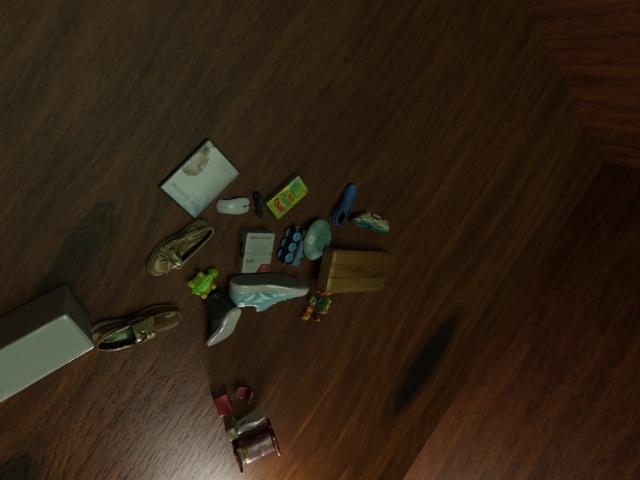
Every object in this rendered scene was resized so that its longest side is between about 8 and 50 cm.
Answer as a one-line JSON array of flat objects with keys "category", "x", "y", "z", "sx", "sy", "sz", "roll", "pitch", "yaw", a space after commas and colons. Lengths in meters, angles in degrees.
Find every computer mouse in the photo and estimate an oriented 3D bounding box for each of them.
[{"category": "computer mouse", "x": -0.315, "y": -0.135, "z": 1.676, "sx": 0.193, "sy": 0.042, "sz": 0.106, "roll": -8, "pitch": 114, "yaw": -31}]

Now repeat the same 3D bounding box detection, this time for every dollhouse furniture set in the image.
[{"category": "dollhouse furniture set", "x": -0.340, "y": 0.841, "z": 1.939, "sx": 0.201, "sy": 0.152, "sz": 0.374, "roll": -21, "pitch": 109, "yaw": -14}]

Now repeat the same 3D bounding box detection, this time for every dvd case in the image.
[{"category": "dvd case", "x": -0.445, "y": -0.227, "z": 1.566, "sx": 0.253, "sy": 0.022, "sz": 0.180, "roll": -47, "pitch": 127, "yaw": -8}]

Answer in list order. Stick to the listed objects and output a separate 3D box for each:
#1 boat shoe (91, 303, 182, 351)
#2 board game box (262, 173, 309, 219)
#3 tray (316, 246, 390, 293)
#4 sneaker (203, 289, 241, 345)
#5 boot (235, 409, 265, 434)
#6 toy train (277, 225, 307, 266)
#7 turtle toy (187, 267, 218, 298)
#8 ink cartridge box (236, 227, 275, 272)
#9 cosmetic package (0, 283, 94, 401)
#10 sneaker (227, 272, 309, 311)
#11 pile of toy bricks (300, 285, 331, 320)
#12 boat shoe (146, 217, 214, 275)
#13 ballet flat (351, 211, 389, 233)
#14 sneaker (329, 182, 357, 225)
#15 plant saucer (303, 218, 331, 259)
[{"category": "boat shoe", "x": -0.683, "y": 0.340, "z": 1.586, "sx": 0.324, "sy": 0.120, "sz": 0.123, "roll": -16, "pitch": 117, "yaw": -27}, {"category": "board game box", "x": -0.143, "y": -0.184, "z": 1.766, "sx": 0.181, "sy": 0.043, "sz": 0.092, "roll": -43, "pitch": 127, "yaw": -11}, {"category": "tray", "x": 0.169, "y": 0.142, "z": 2.033, "sx": 0.410, "sy": 0.076, "sz": 0.203, "roll": 3, "pitch": 102, "yaw": -45}, {"category": "sneaker", "x": -0.431, "y": 0.318, "z": 1.764, "sx": 0.104, "sy": 0.147, "sz": 0.296, "roll": -18, "pitch": 151, "yaw": -45}, {"category": "boot", "x": -0.353, "y": 0.911, "z": 2.081, "sx": 0.190, "sy": 0.069, "sz": 0.086, "roll": -22, "pitch": 125, "yaw": -14}, {"category": "toy train", "x": -0.115, "y": 0.026, "z": 1.855, "sx": 0.105, "sy": 0.080, "sz": 0.184, "roll": 14, "pitch": 99, "yaw": -45}, {"category": "turtle toy", "x": -0.463, "y": 0.164, "z": 1.689, "sx": 0.130, "sy": 0.066, "sz": 0.095, "roll": -46, "pitch": 103, "yaw": -12}, {"category": "ink cartridge box", "x": -0.271, "y": 0.041, "z": 1.759, "sx": 0.127, "sy": 0.072, "sz": 0.175, "roll": 1, "pitch": 109, "yaw": -33}, {"category": "cosmetic package", "x": -0.983, "y": 0.355, "z": 1.331, "sx": 0.453, "sy": 0.230, "sz": 0.162, "roll": -31, "pitch": 124, "yaw": -18}, {"category": "sneaker", "x": -0.231, "y": 0.233, "z": 1.842, "sx": 0.365, "sy": 0.135, "sz": 0.150, "roll": 6, "pitch": 114, "yaw": -26}, {"category": "pile of toy bricks", "x": 0.007, "y": 0.311, "z": 2.032, "sx": 0.118, "sy": 0.105, "sz": 0.212, "roll": 30, "pitch": 92, "yaw": -38}, {"category": "boat shoe", "x": -0.525, "y": 0.029, "z": 1.578, "sx": 0.285, "sy": 0.089, "sz": 0.104, "roll": -45, "pitch": 127, "yaw": -9}, {"category": "ballet flat", "x": 0.238, "y": -0.095, "z": 2.042, "sx": 0.241, "sy": 0.091, "sz": 0.077, "roll": 17, "pitch": 69, "yaw": -41}, {"category": "sneaker", "x": 0.120, "y": -0.161, "z": 1.925, "sx": 0.069, "sy": 0.082, "sz": 0.209, "roll": 29, "pitch": 91, "yaw": -36}, {"category": "plant saucer", "x": 0.000, "y": 0.000, "z": 1.900, "sx": 0.195, "sy": 0.037, "sz": 0.195, "roll": -31, "pitch": 130, "yaw": -45}]
